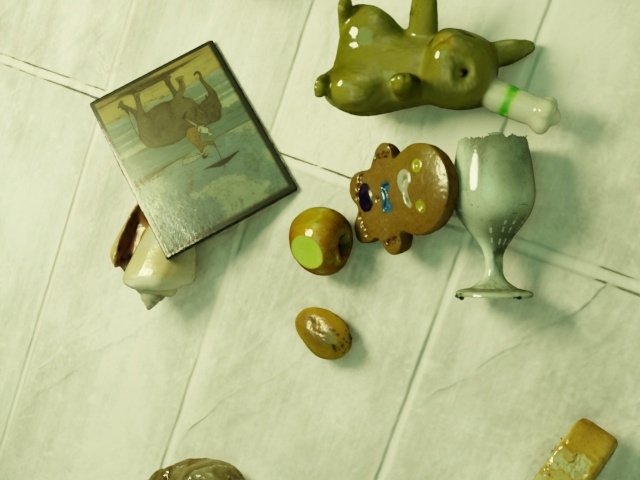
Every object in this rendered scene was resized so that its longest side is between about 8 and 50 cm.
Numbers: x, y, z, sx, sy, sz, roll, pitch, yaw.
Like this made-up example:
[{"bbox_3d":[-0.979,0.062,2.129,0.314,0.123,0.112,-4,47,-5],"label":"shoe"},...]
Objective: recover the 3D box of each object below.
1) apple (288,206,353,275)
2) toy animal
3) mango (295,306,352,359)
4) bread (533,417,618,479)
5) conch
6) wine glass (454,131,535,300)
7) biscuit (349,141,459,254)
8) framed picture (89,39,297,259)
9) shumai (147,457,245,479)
[{"bbox_3d":[0.000,0.000,1.267,0.102,0.099,0.114,11,122,32],"label":"apple"},{"bbox_3d":[0.173,-0.267,1.142,0.363,0.180,0.181,5,71,28],"label":"toy animal"},{"bbox_3d":[0.003,0.155,1.283,0.114,0.057,0.079,28,104,33],"label":"mango"},{"bbox_3d":[0.347,0.321,1.069,0.073,0.122,0.149,35,102,26],"label":"bread"},{"bbox_3d":[-0.285,0.007,1.412,0.158,0.127,0.255,8,66,28],"label":"conch"},{"bbox_3d":[0.256,-0.033,1.128,0.126,0.126,0.241,0,90,26],"label":"wine glass"},{"bbox_3d":[0.122,-0.070,1.186,0.236,0.039,0.180,-18,76,53],"label":"biscuit"},{"bbox_3d":[-0.233,-0.170,1.374,0.265,0.016,0.347,-28,75,-4],"label":"framed picture"},{"bbox_3d":[-0.250,0.479,1.319,0.218,0.185,0.184,-9,84,25],"label":"shumai"}]
